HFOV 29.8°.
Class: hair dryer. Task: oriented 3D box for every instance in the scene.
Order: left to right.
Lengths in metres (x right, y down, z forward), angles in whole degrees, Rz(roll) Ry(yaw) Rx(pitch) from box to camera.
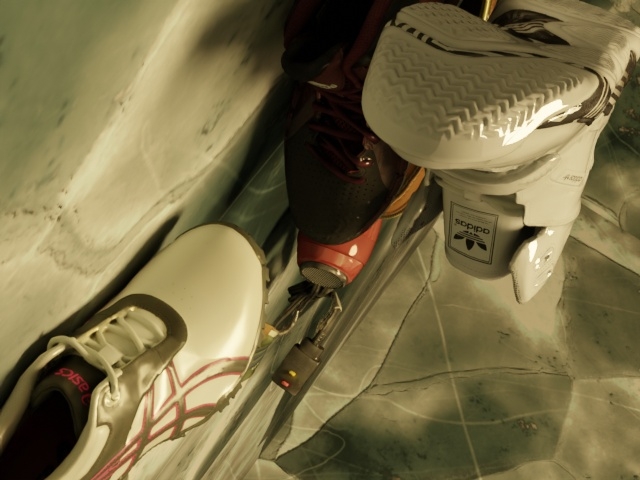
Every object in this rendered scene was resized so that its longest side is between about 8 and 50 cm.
[{"bbox_3d":[0.000,0.000,1.285,0.223,0.080,0.293,-103,-143,-70],"label":"hair dryer"}]

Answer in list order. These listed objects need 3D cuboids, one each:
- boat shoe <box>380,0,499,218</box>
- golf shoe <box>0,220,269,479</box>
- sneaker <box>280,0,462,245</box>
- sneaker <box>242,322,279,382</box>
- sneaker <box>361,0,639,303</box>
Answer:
[{"bbox_3d":[0.090,-0.161,1.095,0.307,0.111,0.104,-68,166,13],"label":"boat shoe"},{"bbox_3d":[-0.123,0.088,0.769,0.273,0.105,0.120,-54,165,-22],"label":"golf shoe"},{"bbox_3d":[0.007,-0.104,0.845,0.162,0.106,0.281,-36,148,-56],"label":"sneaker"},{"bbox_3d":[-0.088,0.114,1.210,0.086,0.064,0.192,-61,176,-6],"label":"sneaker"},{"bbox_3d":[0.117,-0.050,0.830,0.366,0.137,0.210,-32,141,-60],"label":"sneaker"}]
